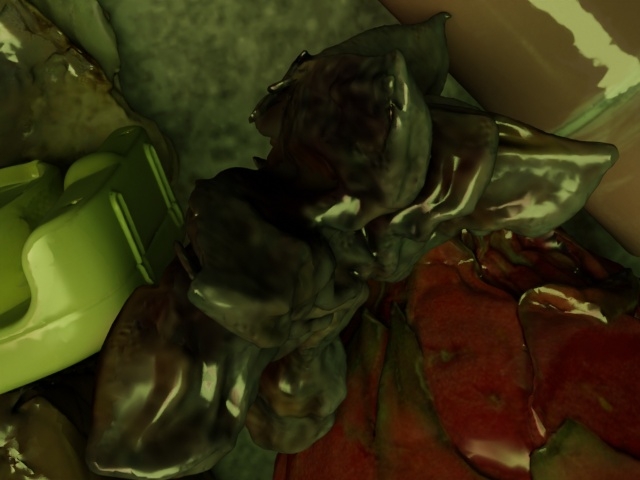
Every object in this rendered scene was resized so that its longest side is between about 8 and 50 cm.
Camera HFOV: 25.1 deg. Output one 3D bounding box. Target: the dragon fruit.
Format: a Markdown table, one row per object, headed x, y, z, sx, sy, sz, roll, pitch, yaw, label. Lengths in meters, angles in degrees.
| x | y | z | sx | sy | sz | roll | pitch | yaw | label |
| --- | --- | --- | --- | --- | --- | --- | --- | --- | --- |
| 0.095 | 0.114 | 0.731 | 0.244 | 0.244 | 0.299 | -11 | 82 | 2 | dragon fruit |

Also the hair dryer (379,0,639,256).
| x | y | z | sx | sy | sz | roll | pitch | yaw | label |
| --- | --- | --- | --- | --- | --- | --- | --- | --- | --- |
| 0.210 | -0.186 | 0.714 | 0.210 | 0.125 | 0.352 | 43 | 91 | -11 | hair dryer |

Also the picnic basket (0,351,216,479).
| x | y | z | sx | sy | sz | roll | pitch | yaw | label |
| --- | --- | --- | --- | --- | --- | --- | --- | --- | --- |
| -0.181 | 0.241 | 0.729 | 0.337 | 0.293 | 0.337 | 0 | 92 | 7 | picnic basket |

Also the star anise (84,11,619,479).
| x | y | z | sx | sy | sz | roll | pitch | yaw | label |
| --- | --- | --- | --- | --- | --- | --- | --- | --- | --- |
| 0.002 | -0.003 | 0.583 | 0.212 | 0.283 | 0.129 | -45 | 84 | 10 | star anise |

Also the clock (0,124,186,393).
| x | y | z | sx | sy | sz | roll | pitch | yaw | label |
| --- | --- | --- | --- | --- | --- | --- | --- | --- | --- |
| -0.182 | 0.024 | 0.663 | 0.232 | 0.170 | 0.069 | -19 | 107 | 9 | clock |

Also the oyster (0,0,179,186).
| x | y | z | sx | sy | sz | roll | pitch | yaw | label |
| --- | --- | --- | --- | --- | --- | --- | --- | --- | --- |
| -0.203 | -0.135 | 0.710 | 0.166 | 0.110 | 0.341 | -16 | 119 | 10 | oyster |
